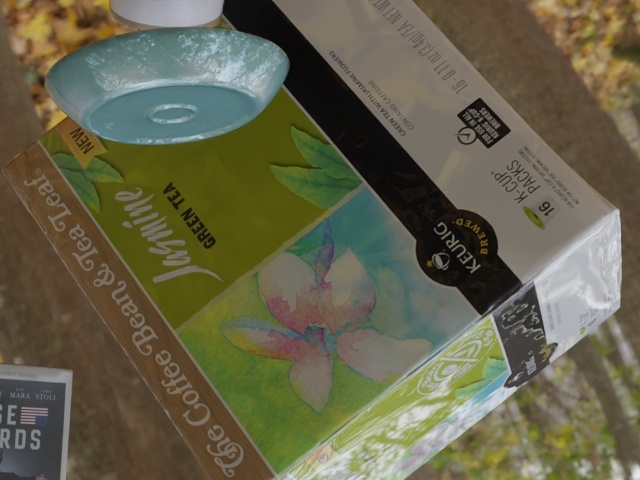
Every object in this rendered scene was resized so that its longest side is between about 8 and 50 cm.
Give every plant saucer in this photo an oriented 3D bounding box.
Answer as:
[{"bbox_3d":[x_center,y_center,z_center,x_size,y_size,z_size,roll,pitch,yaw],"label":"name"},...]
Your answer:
[{"bbox_3d":[-0.073,-0.070,0.592,0.119,0.021,0.119,-6,166,-2],"label":"plant saucer"}]

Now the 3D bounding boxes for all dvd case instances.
[{"bbox_3d":[-0.346,0.246,1.260,0.179,0.239,0.029,11,167,-43],"label":"dvd case"}]

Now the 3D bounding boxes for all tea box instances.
[{"bbox_3d":[0.000,0.000,0.934,0.323,0.329,0.220,-39,156,-2],"label":"tea box"}]

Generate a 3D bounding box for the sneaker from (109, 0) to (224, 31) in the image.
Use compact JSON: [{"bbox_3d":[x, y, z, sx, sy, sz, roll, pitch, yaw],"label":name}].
[{"bbox_3d":[-0.115,-0.263,0.839,0.099,0.282,0.153,-4,122,-13],"label":"sneaker"}]
